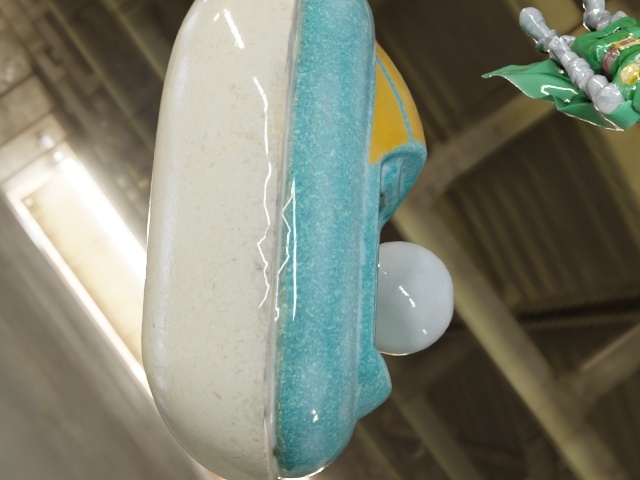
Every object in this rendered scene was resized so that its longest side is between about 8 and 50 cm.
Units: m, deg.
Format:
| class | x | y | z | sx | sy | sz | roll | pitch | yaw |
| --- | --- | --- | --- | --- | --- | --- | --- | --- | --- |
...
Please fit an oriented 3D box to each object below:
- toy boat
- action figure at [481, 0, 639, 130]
| class | x | y | z | sx | sy | sz | roll | pitch | yaw |
| --- | --- | --- | --- | --- | --- | --- | --- | --- | --- |
| toy boat | 0.000 | 0.000 | 0.836 | 0.318 | 0.148 | 0.267 | 81 | 12 | -76 |
| action figure | 0.190 | -0.117 | 1.031 | 0.063 | 0.137 | 0.232 | 64 | -1 | -21 |
